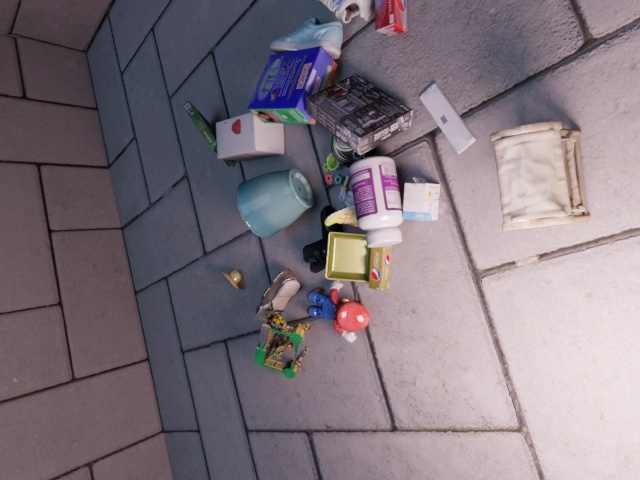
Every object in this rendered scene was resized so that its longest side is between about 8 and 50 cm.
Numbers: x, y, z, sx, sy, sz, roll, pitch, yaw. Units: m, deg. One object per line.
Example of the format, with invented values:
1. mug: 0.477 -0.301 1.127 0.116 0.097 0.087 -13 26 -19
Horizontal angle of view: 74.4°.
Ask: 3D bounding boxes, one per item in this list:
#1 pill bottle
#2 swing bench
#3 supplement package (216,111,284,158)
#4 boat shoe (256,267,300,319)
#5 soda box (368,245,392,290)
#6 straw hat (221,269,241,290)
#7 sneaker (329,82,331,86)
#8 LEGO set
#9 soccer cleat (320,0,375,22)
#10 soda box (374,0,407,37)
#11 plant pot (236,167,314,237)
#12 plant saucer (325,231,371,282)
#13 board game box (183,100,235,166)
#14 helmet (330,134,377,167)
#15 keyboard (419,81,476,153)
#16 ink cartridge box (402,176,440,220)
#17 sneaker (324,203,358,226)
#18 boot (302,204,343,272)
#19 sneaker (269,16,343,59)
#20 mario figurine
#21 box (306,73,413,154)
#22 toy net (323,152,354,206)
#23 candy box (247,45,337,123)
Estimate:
1. pill bottle: 0.205 -0.133 1.503 0.169 0.169 0.301 -16 77 42
2. swing bench: 0.585 -0.165 1.113 0.165 0.255 0.253 -7 89 42
3. supplement package: -0.329 -0.478 1.964 0.293 0.175 0.177 0 93 42
4. boat shoe: -0.213 0.258 1.976 0.324 0.117 0.096 -50 51 34
5. soda box: 0.226 0.095 1.595 0.061 0.058 0.181 9 100 41
6. straw hat: -0.449 0.191 2.209 0.061 0.144 0.144 -43 59 -7
7. sneaker: -0.016 -0.647 1.753 0.166 0.065 0.076 -1 77 39
8. LEGO set: -0.166 0.445 1.936 0.255 0.192 0.331 9 119 12
9. soccer cleat: 0.065 -0.913 1.606 0.331 0.116 0.143 27 111 37
10. soda box: 0.244 -0.861 1.464 0.083 0.092 0.263 2 96 43
11. plant pot: -0.175 -0.179 1.814 0.255 0.272 0.271 -21 79 26
12. plant saucer: 0.118 0.063 1.648 0.188 0.045 0.188 5 99 0
13. board game box: -0.566 -0.543 2.157 0.046 0.213 0.317 -36 65 1
14. helmet: 0.117 -0.360 1.582 0.161 0.169 0.169 20 108 22
15. keyboard: 0.420 -0.410 1.406 0.072 0.014 0.256 -44 65 41
16. ink cartridge box: 0.345 -0.143 1.441 0.090 0.092 0.143 9 101 41
17. sneaker: 0.116 -0.088 1.629 0.208 0.081 0.094 -21 94 13
18. boot: 0.000 0.000 1.765 0.207 0.094 0.246 -23 85 37
19. sneaker: -0.050 -0.825 1.727 0.366 0.135 0.150 18 94 33
20. mario figurine: 0.089 0.287 1.725 0.320 0.170 0.198 11 138 51
21. box: 0.134 -0.458 1.503 0.307 0.242 0.076 44 156 29
22. toy net: 0.069 -0.234 1.715 0.122 0.045 0.232 -27 76 40
23. candy box: -0.118 -0.618 1.706 0.317 0.122 0.268 16 82 44
